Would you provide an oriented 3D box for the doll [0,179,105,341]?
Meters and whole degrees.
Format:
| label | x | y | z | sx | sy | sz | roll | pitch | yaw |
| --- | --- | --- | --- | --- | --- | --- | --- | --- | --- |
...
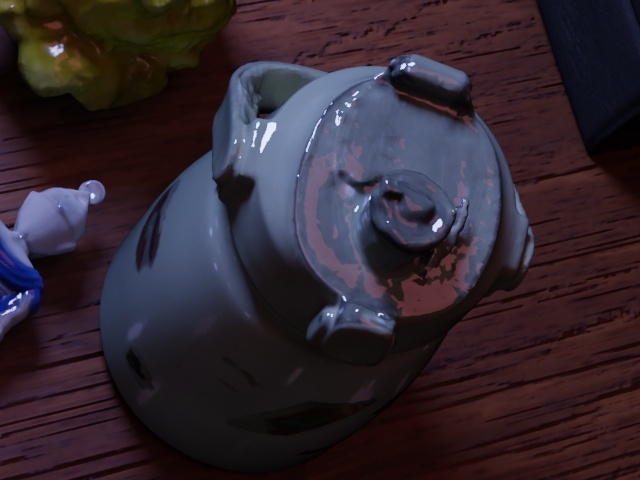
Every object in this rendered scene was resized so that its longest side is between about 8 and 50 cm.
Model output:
| label | x | y | z | sx | sy | sz | roll | pitch | yaw |
| --- | --- | --- | --- | --- | --- | --- | --- | --- | --- |
| doll | -0.234 | 0.027 | 1.283 | 0.227 | 0.057 | 0.114 | -30 | 78 | -18 |

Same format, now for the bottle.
| label | x | y | z | sx | sy | sz | roll | pitch | yaw |
| --- | --- | --- | --- | --- | --- | --- | --- | --- | --- |
| bottle | 0.000 | 0.000 | 1.215 | 0.229 | 0.352 | 0.229 | 7 | 68 | -17 |

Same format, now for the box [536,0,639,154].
| label | x | y | z | sx | sy | sz | roll | pitch | yaw |
| --- | --- | --- | --- | --- | --- | --- | --- | --- | --- |
| box | 0.361 | -0.224 | 1.487 | 0.345 | 0.251 | 0.204 | -12 | 76 | -22 |

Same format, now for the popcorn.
| label | x | y | z | sx | sy | sz | roll | pitch | yaw |
| --- | --- | --- | --- | --- | --- | --- | --- | --- | --- |
| popcorn | -0.145 | -0.188 | 1.338 | 0.197 | 0.155 | 0.198 | 24 | 38 | -20 |
